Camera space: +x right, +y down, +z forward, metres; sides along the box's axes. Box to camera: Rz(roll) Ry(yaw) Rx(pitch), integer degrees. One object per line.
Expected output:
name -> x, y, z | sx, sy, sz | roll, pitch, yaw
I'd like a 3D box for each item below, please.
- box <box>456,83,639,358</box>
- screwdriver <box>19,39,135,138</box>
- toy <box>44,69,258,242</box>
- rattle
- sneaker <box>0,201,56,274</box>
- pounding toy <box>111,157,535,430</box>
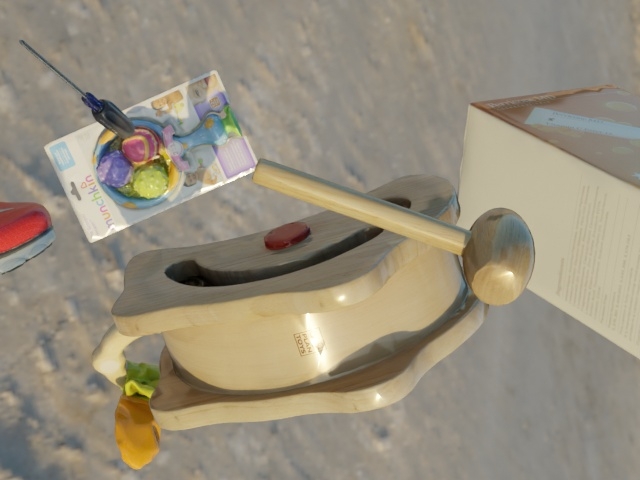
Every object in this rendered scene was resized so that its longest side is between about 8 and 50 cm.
box -> 0.329, -0.025, 1.420 | 0.215, 0.345, 0.168 | -11, 118, -31
screwdriver -> -0.231, -0.144, 1.290 | 0.024, 0.025, 0.170 | -53, 136, -4
toy -> -0.210, -0.102, 1.701 | 0.056, 0.237, 0.136 | -114, 180, -82
rattle -> -0.150, 0.129, 1.484 | 0.130, 0.200, 0.142 | 53, 18, -26
sneaker -> -0.333, -0.024, 0.989 | 0.107, 0.279, 0.118 | -95, -174, -75
pounding toy -> 0.000, 0.000, 0.788 | 0.154, 0.270, 0.154 | -54, 130, -58
